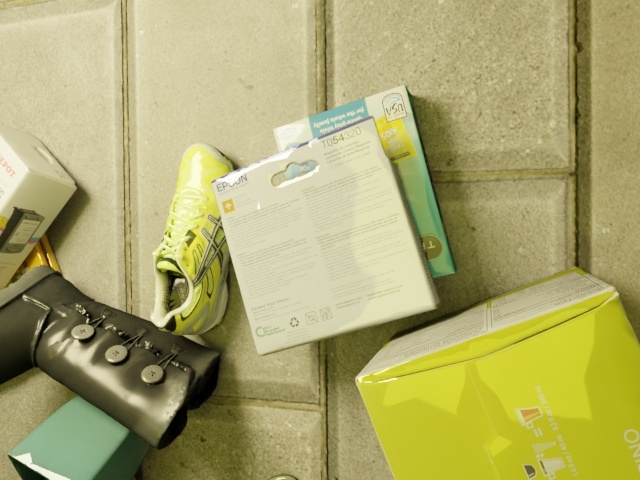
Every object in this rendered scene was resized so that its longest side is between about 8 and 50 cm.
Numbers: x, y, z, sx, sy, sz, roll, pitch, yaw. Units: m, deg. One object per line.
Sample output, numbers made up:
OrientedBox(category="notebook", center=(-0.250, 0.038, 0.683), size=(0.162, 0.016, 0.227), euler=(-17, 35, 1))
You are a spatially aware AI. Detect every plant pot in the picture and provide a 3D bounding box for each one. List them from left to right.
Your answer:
OrientedBox(category="plant pot", center=(-0.439, 0.398, 1.056), size=(0.166, 0.234, 0.165), euler=(21, 133, 16))

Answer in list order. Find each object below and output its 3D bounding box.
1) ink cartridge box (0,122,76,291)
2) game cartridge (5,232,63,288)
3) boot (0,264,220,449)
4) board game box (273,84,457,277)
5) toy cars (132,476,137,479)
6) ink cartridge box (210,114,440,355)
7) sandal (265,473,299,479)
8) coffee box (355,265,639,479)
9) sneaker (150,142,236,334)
OrientedBox(category="ink cartridge box", center=(-0.711, -0.075, 1.160), size=(0.226, 0.131, 0.306), euler=(41, 98, 25))
OrientedBox(category="game cartridge", center=(-0.725, 0.165, 1.243), size=(0.324, 0.053, 0.285), euler=(-26, 83, 14))
OrientedBox(category="boot", center=(-0.464, 0.268, 1.004), size=(0.445, 0.367, 0.146), euler=(28, 141, 7))
OrientedBox(category="board game box", center=(0.079, -0.076, 0.973), size=(0.254, 0.079, 0.335), euler=(-15, 86, 17))
OrientedBox(category="toy cars", center=(-0.317, 0.585, 1.110), size=(0.394, 0.087, 0.176), euler=(19, 85, 11))
OrientedBox(category="ink cartridge box", center=(0.000, 0.000, 0.924), size=(0.324, 0.071, 0.330), euler=(-18, 82, 19))
OrientedBox(category="sandal", center=(-0.148, 0.572, 1.008), size=(0.303, 0.086, 0.120), euler=(-35, 81, -17))
OrientedBox(category="coffee box", center=(0.296, 0.263, 0.779), size=(0.338, 0.334, 0.337), euler=(-24, 84, 16))
OrientedBox(category="sneaker", center=(-0.242, 0.000, 1.040), size=(0.145, 0.147, 0.384), euler=(3, 91, 19))
